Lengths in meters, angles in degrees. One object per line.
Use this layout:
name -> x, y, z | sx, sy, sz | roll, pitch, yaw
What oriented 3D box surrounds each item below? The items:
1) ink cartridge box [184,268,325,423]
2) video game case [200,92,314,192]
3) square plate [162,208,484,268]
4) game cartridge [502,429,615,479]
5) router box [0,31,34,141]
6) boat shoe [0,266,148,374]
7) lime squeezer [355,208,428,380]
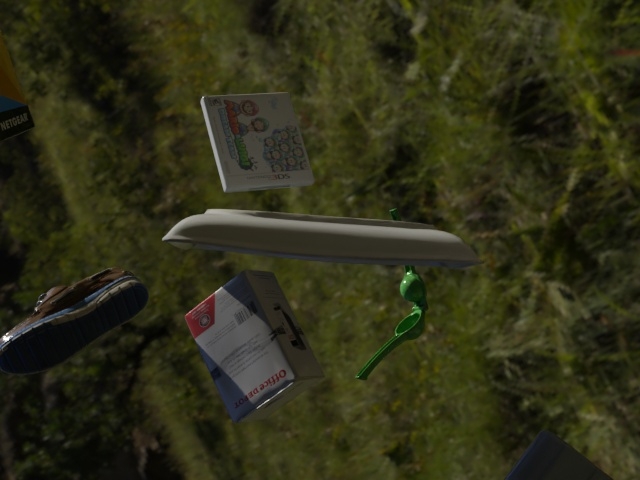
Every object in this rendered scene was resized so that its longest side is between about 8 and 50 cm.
ink cartridge box -> -0.071, 0.114, 1.187 | 0.056, 0.099, 0.135 | 8, -130, -57
video game case -> -0.094, -0.149, 1.657 | 0.143, 0.019, 0.157 | -6, -112, -25
square plate -> 0.000, 0.000, 1.337 | 0.344, 0.348, 0.049 | 130, 144, -87
game cartridge -> 0.275, 0.350, 1.061 | 0.297, 0.198, 0.062 | 38, 164, 10
router box -> -0.334, -0.141, 0.984 | 0.179, 0.046, 0.133 | -54, -51, -68
boat shoe -> -0.287, 0.088, 1.251 | 0.066, 0.183, 0.066 | 40, 146, 42
lime squeezer -> 0.138, 0.105, 1.941 | 0.110, 0.059, 0.310 | 16, -106, -12
